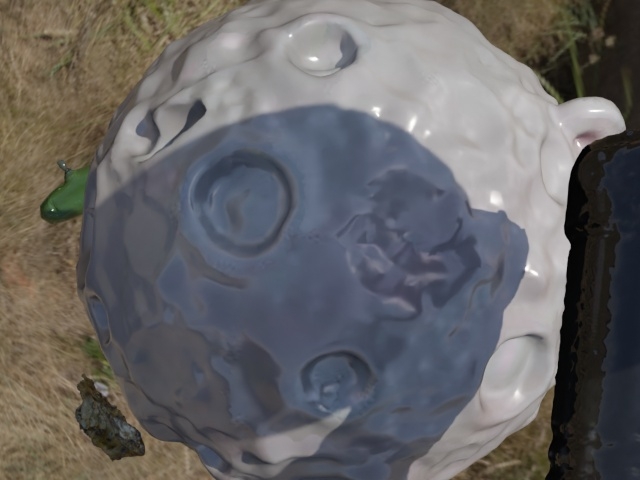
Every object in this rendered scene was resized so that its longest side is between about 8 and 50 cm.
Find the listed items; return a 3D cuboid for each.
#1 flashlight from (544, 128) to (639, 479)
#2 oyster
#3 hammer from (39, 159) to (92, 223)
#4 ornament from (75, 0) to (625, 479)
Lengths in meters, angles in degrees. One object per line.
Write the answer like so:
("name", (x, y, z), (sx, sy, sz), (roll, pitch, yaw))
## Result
("flashlight", (0.124, 0.073, 0.394), (0.093, 0.093, 0.232), (16, 74, -20))
("oyster", (-0.243, 0.209, 1.126), (0.029, 0.086, 0.132), (-16, 57, -37))
("hammer", (-0.199, -0.120, 1.187), (0.335, 0.206, 0.119), (-30, 84, 7))
("ornament", (0.000, 0.000, 0.648), (0.337, 0.337, 0.337), (0, 89, -21))
